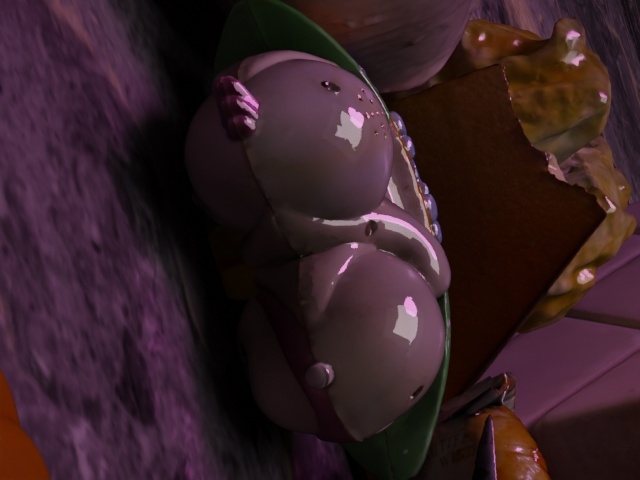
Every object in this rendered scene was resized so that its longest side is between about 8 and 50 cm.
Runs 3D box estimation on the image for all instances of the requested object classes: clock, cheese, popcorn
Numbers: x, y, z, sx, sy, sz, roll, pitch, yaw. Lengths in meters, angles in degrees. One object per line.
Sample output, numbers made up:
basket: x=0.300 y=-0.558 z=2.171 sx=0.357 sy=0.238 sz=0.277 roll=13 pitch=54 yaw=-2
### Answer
clock: x=0.000 y=0.000 z=0.847 sx=0.231 sy=0.103 sz=0.144 roll=70 pitch=18 yaw=-2
cheese: x=-0.002 y=-0.181 z=0.920 sx=0.189 sy=0.154 sz=0.198 roll=98 pitch=-32 yaw=-73
popcorn: x=0.096 y=-0.033 z=1.082 sx=0.185 sy=0.167 sz=0.187 roll=-19 pitch=95 yaw=-79

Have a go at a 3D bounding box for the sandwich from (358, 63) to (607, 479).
sandwich: x=0.073 y=0.016 z=0.963 sx=0.058 sy=0.162 sz=0.193 roll=-6 pitch=80 yaw=-77

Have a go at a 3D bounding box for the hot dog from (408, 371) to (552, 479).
hot dog: x=0.073 y=0.187 z=0.848 sx=0.162 sy=0.082 sz=0.270 roll=112 pitch=-17 yaw=-47

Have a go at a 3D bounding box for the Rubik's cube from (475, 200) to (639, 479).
Rubik's cube: x=0.259 y=0.159 z=1.152 sx=0.322 sy=0.319 sz=0.316 roll=-62 pitch=134 yaw=-67

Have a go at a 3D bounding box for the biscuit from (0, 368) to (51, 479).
biscuit: x=-0.107 y=0.086 z=0.492 sx=0.170 sy=0.050 sz=0.170 roll=-18 pitch=90 yaw=-74
